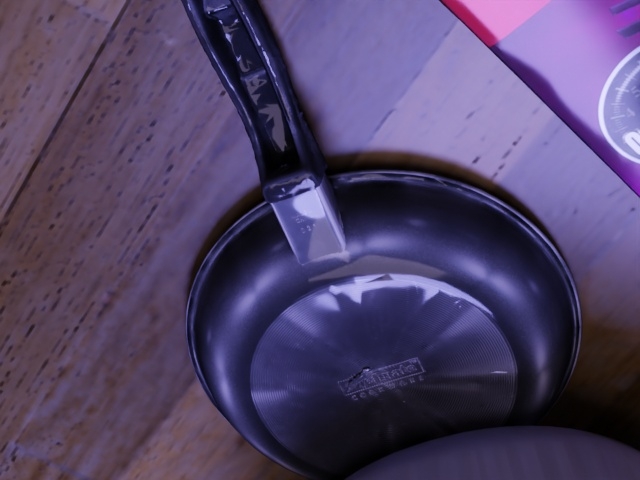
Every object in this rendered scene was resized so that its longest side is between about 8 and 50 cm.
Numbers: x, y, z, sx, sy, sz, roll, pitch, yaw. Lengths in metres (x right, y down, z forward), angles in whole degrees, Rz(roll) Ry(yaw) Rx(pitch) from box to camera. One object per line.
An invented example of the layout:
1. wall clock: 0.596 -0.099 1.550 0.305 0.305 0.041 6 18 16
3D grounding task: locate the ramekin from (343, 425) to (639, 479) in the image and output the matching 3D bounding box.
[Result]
1. ramekin: 0.094 0.207 0.661 0.272 0.127 0.273 -3 134 -3

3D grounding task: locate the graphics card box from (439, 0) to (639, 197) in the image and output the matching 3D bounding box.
1. graphics card box: 0.171 -0.123 0.460 0.232 0.094 0.371 -39 121 20

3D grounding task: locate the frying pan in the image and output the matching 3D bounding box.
1. frying pan: 0.030 0.002 0.611 0.197 0.053 0.326 1 125 2
